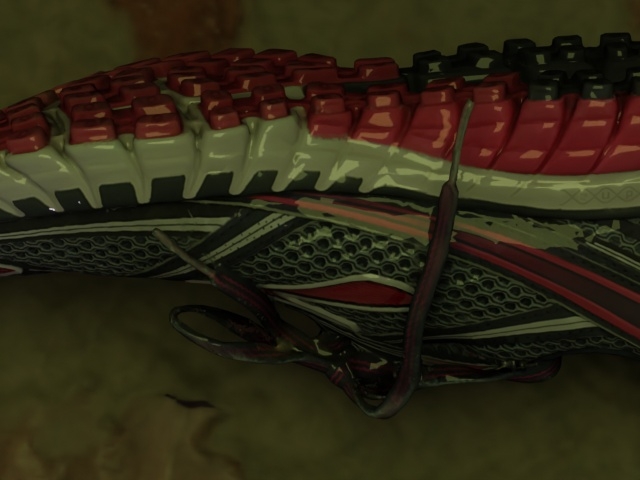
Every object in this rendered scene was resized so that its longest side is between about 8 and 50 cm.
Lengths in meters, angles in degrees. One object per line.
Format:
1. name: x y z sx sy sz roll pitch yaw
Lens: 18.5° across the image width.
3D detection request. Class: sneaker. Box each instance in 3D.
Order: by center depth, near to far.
1. sneaker: 0.000 0.000 0.624 0.299 0.121 0.112 0 105 9
